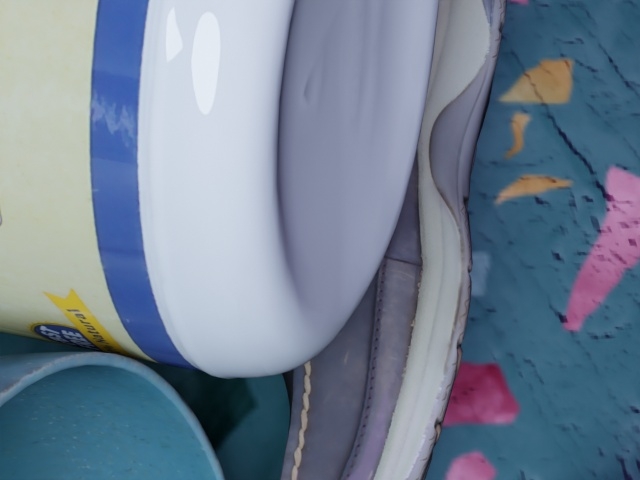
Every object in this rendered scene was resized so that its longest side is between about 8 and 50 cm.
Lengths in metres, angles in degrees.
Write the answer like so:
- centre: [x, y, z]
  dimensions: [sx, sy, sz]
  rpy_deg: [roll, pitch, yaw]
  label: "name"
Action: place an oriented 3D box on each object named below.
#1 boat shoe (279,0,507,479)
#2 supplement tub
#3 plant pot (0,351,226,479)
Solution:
- centre: [0.000, 0.000, 0.734]
  dimensions: [0.130, 0.132, 0.355]
  rpy_deg: [10, 53, 2]
  label: "boat shoe"
- centre: [-0.133, -0.085, 0.598]
  dimensions: [0.316, 0.228, 0.228]
  rpy_deg: [10, 60, 16]
  label: "supplement tub"
- centre: [-0.165, 0.177, 0.531]
  dimensions: [0.195, 0.290, 0.290]
  rpy_deg: [1, 60, 19]
  label: "plant pot"
